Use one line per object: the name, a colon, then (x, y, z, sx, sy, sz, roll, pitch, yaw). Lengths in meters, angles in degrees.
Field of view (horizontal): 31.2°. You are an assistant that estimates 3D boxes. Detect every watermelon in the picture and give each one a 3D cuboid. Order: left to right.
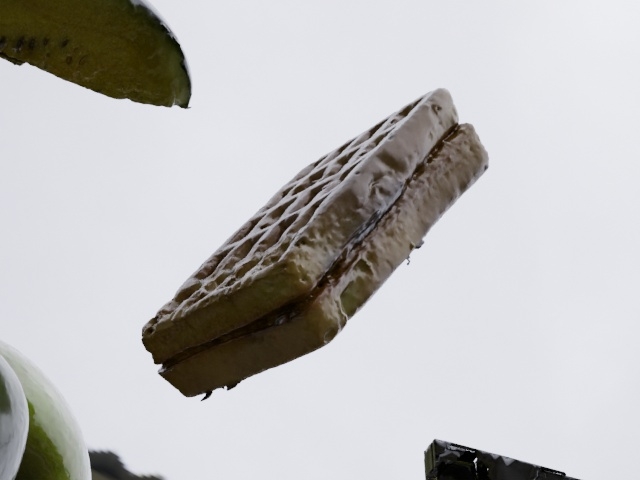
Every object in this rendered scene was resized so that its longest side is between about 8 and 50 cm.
watermelon: (-0.264, -0.226, 1.200, 0.301, 0.123, 0.129, 15, -83, -19)

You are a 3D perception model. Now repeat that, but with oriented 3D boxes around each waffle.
waffle: (0.000, 0.000, 1.043, 0.224, 0.327, 0.098, -28, -78, 45)

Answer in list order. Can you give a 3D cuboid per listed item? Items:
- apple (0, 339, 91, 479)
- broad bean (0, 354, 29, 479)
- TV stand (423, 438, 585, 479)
apple: (-0.388, 0.243, 1.121, 0.339, 0.339, 0.340, 3, -69, 8)
broad bean: (-0.306, 0.165, 0.827, 0.121, 0.263, 0.189, -3, -75, 15)
TV stand: (0.223, 0.268, 1.256, 0.249, 0.036, 0.042, 17, -44, -20)
